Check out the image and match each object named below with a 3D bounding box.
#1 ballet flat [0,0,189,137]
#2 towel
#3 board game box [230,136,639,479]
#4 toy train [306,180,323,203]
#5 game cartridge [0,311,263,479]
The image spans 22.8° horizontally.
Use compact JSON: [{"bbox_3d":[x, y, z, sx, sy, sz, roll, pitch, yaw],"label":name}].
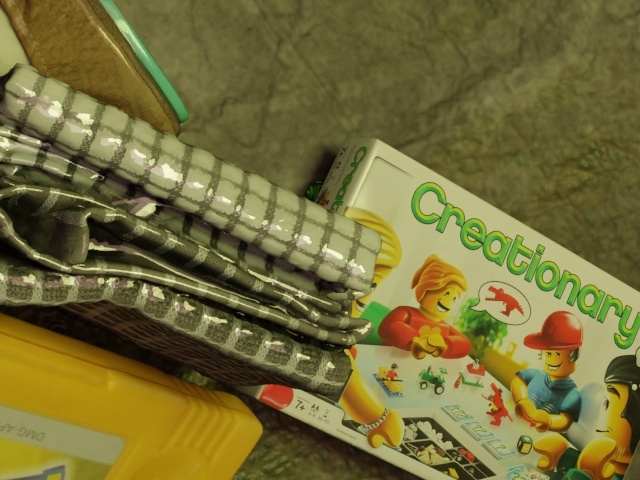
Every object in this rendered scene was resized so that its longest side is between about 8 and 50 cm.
[{"bbox_3d":[-0.220,-0.181,0.977,0.124,0.116,0.342,-35,101,-12],"label":"ballet flat"},{"bbox_3d":[-0.113,0.007,0.932,0.235,0.283,0.121,24,84,-18],"label":"towel"},{"bbox_3d":[0.107,0.080,1.128,0.305,0.053,0.193,28,82,-26],"label":"board game box"},{"bbox_3d":[0.000,0.000,1.114,0.017,0.023,0.083,1,91,-21],"label":"toy train"},{"bbox_3d":[-0.222,0.175,0.922,0.323,0.052,0.285,25,103,-42],"label":"game cartridge"}]
